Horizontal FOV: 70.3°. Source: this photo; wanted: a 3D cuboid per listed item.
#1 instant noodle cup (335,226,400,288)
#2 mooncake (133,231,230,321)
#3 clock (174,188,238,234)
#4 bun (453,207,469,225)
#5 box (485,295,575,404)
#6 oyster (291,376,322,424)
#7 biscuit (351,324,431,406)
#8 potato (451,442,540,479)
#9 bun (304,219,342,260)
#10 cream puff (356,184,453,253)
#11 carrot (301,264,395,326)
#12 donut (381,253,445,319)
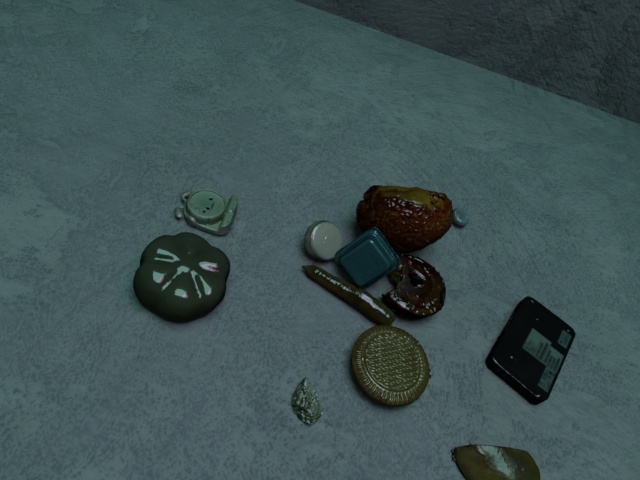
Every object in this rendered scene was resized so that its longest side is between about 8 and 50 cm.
[{"bbox_3d":[0.148,0.065,1.462,0.157,0.179,0.070,54,21,0],"label":"instant noodle cup"},{"bbox_3d":[-0.392,0.099,1.304,0.274,0.135,0.275,11,53,-16],"label":"mooncake"},{"bbox_3d":[-0.376,-0.105,1.502,0.190,0.062,0.152,15,51,-6],"label":"clock"},{"bbox_3d":[0.555,-0.092,1.817,0.083,0.045,0.083,8,56,-12],"label":"bun"},{"bbox_3d":[0.712,0.358,1.531,0.211,0.058,0.350,40,53,11],"label":"box"},{"bbox_3d":[-0.032,0.436,1.233,0.100,0.037,0.098,37,53,10],"label":"oyster"},{"bbox_3d":[0.209,0.366,1.341,0.259,0.079,0.259,8,52,-11],"label":"biscuit"},{"bbox_3d":[0.491,0.633,1.230,0.243,0.098,0.138,10,54,-10],"label":"potato"},{"bbox_3d":[0.000,0.000,1.536,0.138,0.094,0.138,1,89,-31],"label":"bun"},{"bbox_3d":[0.281,-0.070,1.561,0.350,0.350,0.229,9,91,-12],"label":"cream puff"},{"bbox_3d":[0.089,0.165,1.460,0.342,0.070,0.070,32,51,8],"label":"carrot"},{"bbox_3d":[0.306,0.160,1.515,0.216,0.096,0.230,10,52,-15],"label":"donut"}]
